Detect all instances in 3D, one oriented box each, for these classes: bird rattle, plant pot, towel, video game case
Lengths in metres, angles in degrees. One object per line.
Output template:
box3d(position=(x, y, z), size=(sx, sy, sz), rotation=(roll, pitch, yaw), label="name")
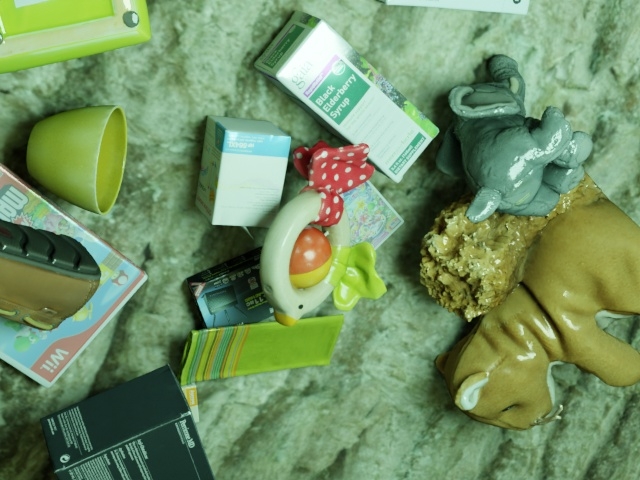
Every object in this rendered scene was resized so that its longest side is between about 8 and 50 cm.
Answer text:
box3d(position=(0.000, 0.000, 1.318), size=(0.207, 0.143, 0.253), rotation=(-45, 148, -38), label="bird rattle")
box3d(position=(-0.308, -0.300, 1.093), size=(0.228, 0.207, 0.227), rotation=(-16, 114, -17), label="plant pot")
box3d(position=(-0.298, -0.103, 1.229), size=(0.095, 0.134, 0.134), rotation=(8, 108, 2), label="plant pot")
box3d(position=(-0.082, 0.154, 1.437), size=(0.237, 0.021, 0.102), rotation=(-4, 134, -27), label="towel")
box3d(position=(0.054, -0.037, 1.453), size=(0.087, 0.011, 0.122), rotation=(-44, 119, -1), label="video game case")
box3d(position=(-0.392, 0.039, 1.293), size=(0.204, 0.025, 0.285), rotation=(-48, 120, 1), label="video game case")

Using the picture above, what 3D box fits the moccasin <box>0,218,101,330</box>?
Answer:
box3d(position=(-0.434, 0.023, 1.155), size=(0.147, 0.139, 0.380), rotation=(-52, 145, 11), label="moccasin")

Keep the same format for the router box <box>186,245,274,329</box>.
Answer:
box3d(position=(-0.115, 0.075, 1.411), size=(0.122, 0.038, 0.092), rotation=(-24, 118, -12), label="router box")

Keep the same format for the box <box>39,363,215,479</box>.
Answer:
box3d(position=(-0.245, 0.316, 1.379), size=(0.184, 0.103, 0.261), rotation=(-20, 133, -11), label="box")

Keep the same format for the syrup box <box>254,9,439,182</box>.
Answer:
box3d(position=(0.035, -0.189, 1.339), size=(0.237, 0.096, 0.093), rotation=(38, 91, -30), label="syrup box")

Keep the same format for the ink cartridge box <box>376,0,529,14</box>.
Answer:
box3d(position=(0.192, -0.418, 1.343), size=(0.223, 0.045, 0.224), rotation=(-2, 110, -21), label="ink cartridge box")

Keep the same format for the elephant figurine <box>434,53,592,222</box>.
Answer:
box3d(position=(0.226, -0.144, 1.348), size=(0.186, 0.239, 0.169), rotation=(13, 119, -49), label="elephant figurine")

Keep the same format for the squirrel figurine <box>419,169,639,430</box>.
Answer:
box3d(position=(0.296, 0.079, 1.493), size=(0.370, 0.281, 0.397), rotation=(-43, 106, 10), label="squirrel figurine")

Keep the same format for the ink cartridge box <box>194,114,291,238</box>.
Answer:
box3d(position=(-0.104, -0.081, 1.325), size=(0.090, 0.092, 0.143), rotation=(3, 108, -23), label="ink cartridge box")

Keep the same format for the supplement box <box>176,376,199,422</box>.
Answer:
box3d(position=(-0.224, 0.232, 1.429), size=(0.098, 0.036, 0.062), rotation=(-11, 114, -19), label="supplement box")
